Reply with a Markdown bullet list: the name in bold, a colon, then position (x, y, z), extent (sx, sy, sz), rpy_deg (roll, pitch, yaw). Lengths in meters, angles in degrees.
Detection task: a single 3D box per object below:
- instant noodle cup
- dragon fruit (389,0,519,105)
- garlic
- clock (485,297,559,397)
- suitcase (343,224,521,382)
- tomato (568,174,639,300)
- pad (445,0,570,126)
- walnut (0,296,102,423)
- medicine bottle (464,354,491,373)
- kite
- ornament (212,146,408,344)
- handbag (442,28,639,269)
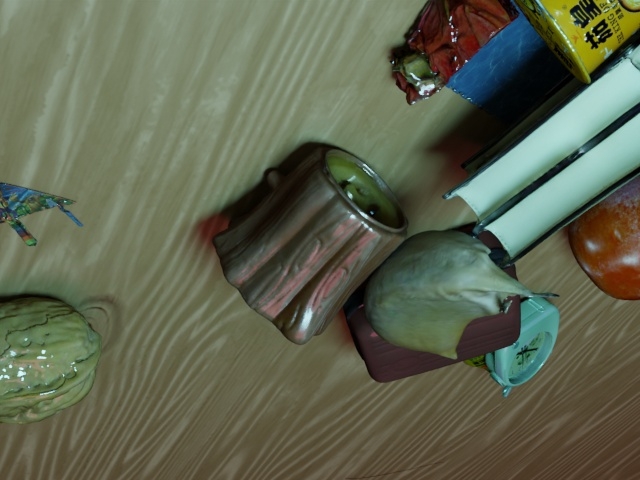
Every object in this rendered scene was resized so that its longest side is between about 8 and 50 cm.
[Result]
- **instant noodle cup**: position (0.311, -0.315, 1.125), extent (0.172, 0.216, 0.216), rpy_deg (-38, 141, 12)
- **dragon fruit**: position (0.161, -0.262, 1.255), extent (0.192, 0.092, 0.122), rpy_deg (-43, 180, 37)
- **garlic**: position (0.185, 0.065, 1.402), extent (0.196, 0.151, 0.338), rpy_deg (32, 152, -4)
- **clock**: position (0.391, 0.219, 1.922), extent (0.159, 0.066, 0.211), rpy_deg (-27, 136, -27)
- **suitcase**: position (0.191, 0.112, 1.679), extent (0.297, 0.161, 0.236), rpy_deg (-18, 145, 0)
- **tomato**: position (0.538, -0.006, 1.641), extent (0.231, 0.189, 0.232), rpy_deg (-12, 142, -9)
- **pad**: position (0.323, -0.265, 1.351), extent (0.269, 0.012, 0.269), rpy_deg (21, 130, -41)
- **walnut**: position (-0.455, 0.185, 1.492), extent (0.244, 0.198, 0.198), rpy_deg (-15, 146, -21)
- **medicine bottle**: position (0.340, 0.229, 1.986), extent (0.095, 0.064, 0.260), rpy_deg (-39, 143, 7)
- **kite**: position (-0.432, -0.034, 1.353), extent (0.182, 0.010, 0.160), rpy_deg (-17, 145, 0)
- **ornament**: position (0.000, 0.000, 1.412), extent (0.217, 0.235, 0.221), rpy_deg (-45, 144, 24)
- **handbag**: position (0.360, -0.144, 1.328), extent (0.358, 0.160, 0.236), rpy_deg (-41, 176, 41)
